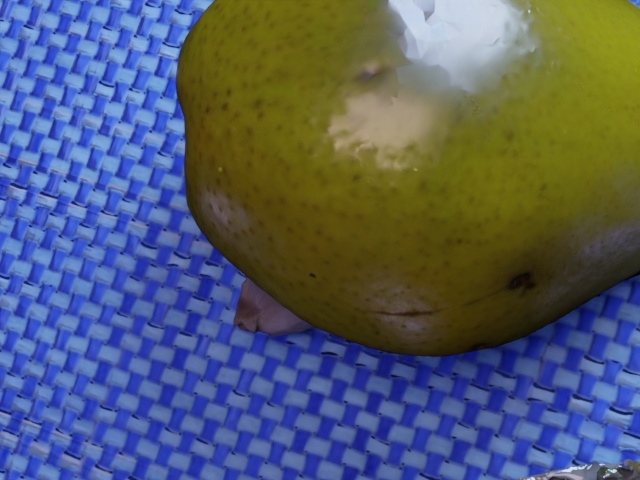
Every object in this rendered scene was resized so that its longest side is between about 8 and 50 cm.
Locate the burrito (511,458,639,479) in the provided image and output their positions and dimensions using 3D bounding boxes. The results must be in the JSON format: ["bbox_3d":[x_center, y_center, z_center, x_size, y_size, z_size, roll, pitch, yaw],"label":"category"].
[{"bbox_3d":[0.111,0.283,1.242,0.175,0.107,0.347,23,87,10],"label":"burrito"}]

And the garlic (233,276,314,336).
[{"bbox_3d":[0.013,-0.003,1.359,0.101,0.087,0.195,21,85,37],"label":"garlic"}]

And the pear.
[{"bbox_3d":[0.085,-0.104,1.239,0.387,0.191,0.340,-2,65,2],"label":"pear"}]
